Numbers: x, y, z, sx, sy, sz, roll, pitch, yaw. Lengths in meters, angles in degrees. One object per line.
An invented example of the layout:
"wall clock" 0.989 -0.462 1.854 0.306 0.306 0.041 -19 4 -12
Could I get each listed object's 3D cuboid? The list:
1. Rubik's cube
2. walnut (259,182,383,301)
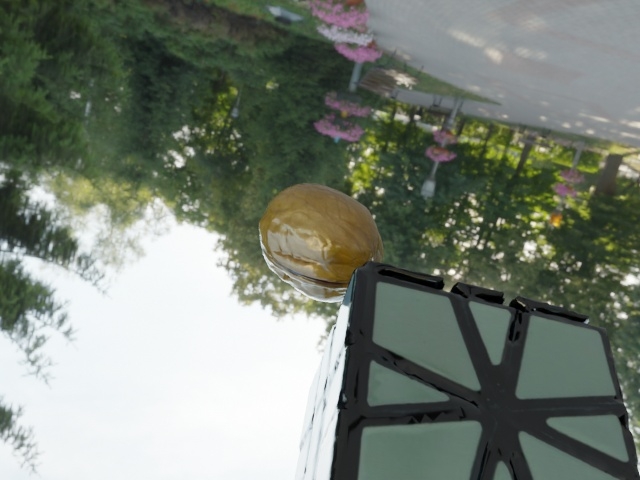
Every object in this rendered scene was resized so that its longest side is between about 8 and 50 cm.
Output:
"Rubik's cube" 0.126 0.235 0.626 0.288 0.284 0.294 15 -137 -1
"walnut" 0.000 0.000 0.765 0.180 0.144 0.144 36 -159 31
